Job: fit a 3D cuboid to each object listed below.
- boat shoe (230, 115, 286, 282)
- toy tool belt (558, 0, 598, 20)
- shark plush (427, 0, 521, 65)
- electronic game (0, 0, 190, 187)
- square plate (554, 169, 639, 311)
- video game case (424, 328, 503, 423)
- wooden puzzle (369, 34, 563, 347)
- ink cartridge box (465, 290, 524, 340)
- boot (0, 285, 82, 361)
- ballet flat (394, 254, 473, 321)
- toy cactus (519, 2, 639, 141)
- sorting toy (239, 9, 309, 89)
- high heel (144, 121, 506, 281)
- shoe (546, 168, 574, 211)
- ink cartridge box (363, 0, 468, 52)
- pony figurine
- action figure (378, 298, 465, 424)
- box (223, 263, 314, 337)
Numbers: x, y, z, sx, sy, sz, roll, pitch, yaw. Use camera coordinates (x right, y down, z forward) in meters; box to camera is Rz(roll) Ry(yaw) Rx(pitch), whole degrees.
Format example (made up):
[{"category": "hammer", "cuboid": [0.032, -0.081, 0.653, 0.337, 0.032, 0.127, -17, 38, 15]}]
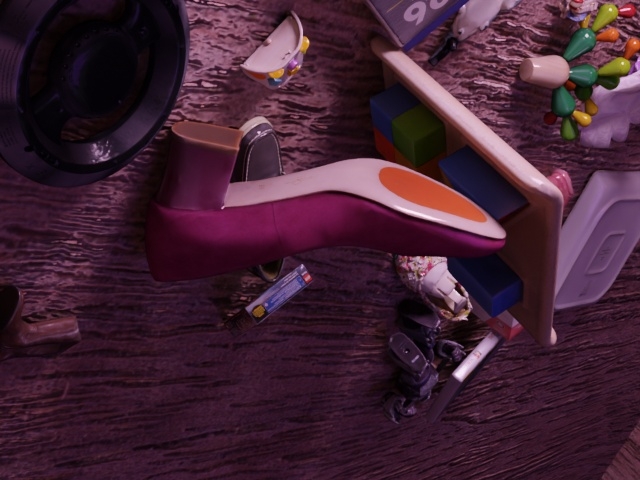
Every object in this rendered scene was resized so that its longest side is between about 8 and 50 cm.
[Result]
[{"category": "boat shoe", "cuboid": [-0.064, -0.042, 1.171, 0.080, 0.073, 0.224, -31, 144, -33]}, {"category": "toy tool belt", "cuboid": [0.370, -0.336, 1.440, 0.083, 0.052, 0.051, -43, 159, -50]}, {"category": "shark plush", "cuboid": [0.205, -0.285, 1.289, 0.161, 0.073, 0.067, -60, 177, 6]}, {"category": "electronic game", "cuboid": [-0.207, -0.155, 0.903, 0.229, 0.048, 0.229, -35, 141, -35]}, {"category": "square plate", "cuboid": [0.570, 0.015, 2.051, 0.347, 0.049, 0.344, -4, 125, -49]}, {"category": "video game case", "cuboid": [0.287, 0.229, 1.857, 0.206, 0.026, 0.227, -42, 165, -26]}, {"category": "wooden puzzle", "cuboid": [0.165, -0.043, 1.231, 0.080, 0.322, 0.348, -34, 144, -11]}, {"category": "ink cartridge box", "cuboid": [0.315, 0.063, 1.714, 0.067, 0.115, 0.198, -32, 144, -27]}, {"category": "boot", "cuboid": [-0.294, 0.086, 1.047, 0.114, 0.037, 0.106, 0, 135, -48]}, {"category": "ballet flat", "cuboid": [0.193, 0.068, 1.604, 0.091, 0.077, 0.241, -50, 148, -1]}, {"category": "toy cactus", "cuboid": [0.378, -0.260, 1.509, 0.180, 0.112, 0.219, 0, 129, -28]}, {"category": "sorting toy", "cuboid": [-0.040, -0.195, 1.091, 0.083, 0.045, 0.075, -48, 167, -5]}, {"category": "high heel", "cuboid": [0.000, 0.000, 1.080, 0.127, 0.377, 0.181, -65, 171, -65]}, {"category": "shoe", "cuboid": [0.407, -0.047, 1.767, 0.081, 0.063, 0.178, -35, 140, -16]}, {"category": "ink cartridge box", "cuboid": [0.169, -0.354, 1.089, 0.303, 0.072, 0.307, -39, 148, 10]}, {"category": "pony figurine", "cuboid": [0.587, -0.274, 1.603, 0.364, 0.302, 0.351, -65, 158, -22]}, {"category": "action figure", "cuboid": [0.167, 0.221, 1.709, 0.185, 0.099, 0.285, -54, 155, -20]}, {"category": "box", "cuboid": [-0.067, 0.079, 1.267, 0.094, 0.027, 0.137, -37, 180, -20]}]
